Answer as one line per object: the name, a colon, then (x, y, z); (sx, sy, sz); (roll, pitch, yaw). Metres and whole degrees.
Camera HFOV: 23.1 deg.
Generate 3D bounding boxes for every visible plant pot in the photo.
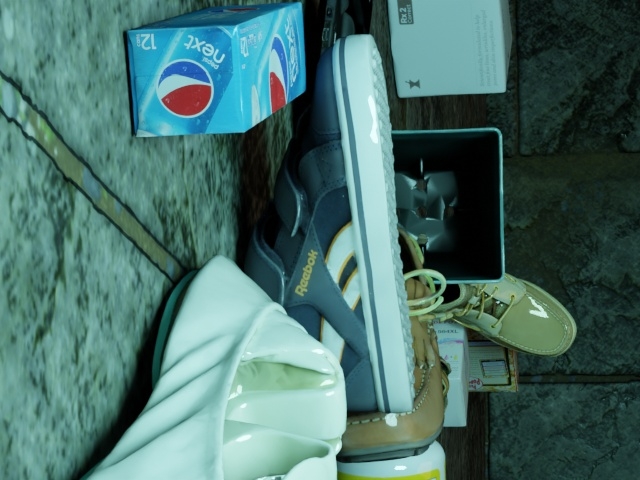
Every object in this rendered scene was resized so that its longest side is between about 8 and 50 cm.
plant pot: (0.117, -0.033, 1.775); (0.234, 0.166, 0.165); (20, 69, -87)

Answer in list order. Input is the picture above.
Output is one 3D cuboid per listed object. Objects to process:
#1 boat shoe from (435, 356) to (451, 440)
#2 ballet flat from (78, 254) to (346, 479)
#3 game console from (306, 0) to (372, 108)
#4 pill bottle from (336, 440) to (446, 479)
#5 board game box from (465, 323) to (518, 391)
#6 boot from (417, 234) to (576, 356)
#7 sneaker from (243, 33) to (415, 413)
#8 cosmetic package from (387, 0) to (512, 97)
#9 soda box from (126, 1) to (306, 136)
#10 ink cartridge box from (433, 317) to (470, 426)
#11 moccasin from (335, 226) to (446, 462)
boat shoe: (0.098, 0.173, 1.778); (0.307, 0.104, 0.110); (-63, 150, -69)
ballet flat: (-0.048, 0.122, 0.923); (0.400, 0.139, 0.139); (-66, 153, -67)
game console: (0.008, -0.234, 1.520); (0.213, 0.044, 0.361); (72, 19, -52)
pill bottle: (0.069, 0.260, 1.572); (0.119, 0.119, 0.208); (-35, 123, -78)
board game box: (0.210, 0.154, 2.275); (0.193, 0.147, 0.045); (76, 16, -52)
boot: (0.200, 0.075, 1.993); (0.095, 0.262, 0.203); (-59, 171, 8)
sneaker: (0.000, 0.000, 1.194); (0.126, 0.128, 0.321); (-80, 166, -60)
cosmetic package: (0.181, -0.304, 2.153); (0.183, 0.151, 0.151); (-75, 160, -56)
soda box: (-0.063, -0.116, 1.030); (0.210, 0.071, 0.067); (-53, 140, -74)
ink cartridge box: (0.150, 0.169, 2.100); (0.143, 0.092, 0.090); (-80, 165, -50)
moccasin: (0.056, 0.086, 1.470); (0.380, 0.139, 0.147); (-66, 151, -65)
